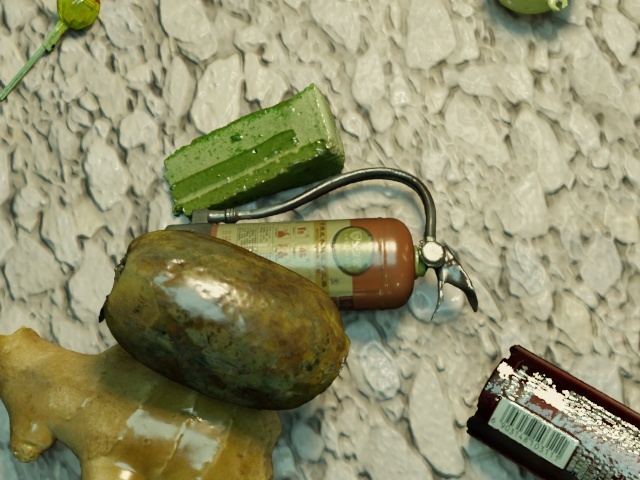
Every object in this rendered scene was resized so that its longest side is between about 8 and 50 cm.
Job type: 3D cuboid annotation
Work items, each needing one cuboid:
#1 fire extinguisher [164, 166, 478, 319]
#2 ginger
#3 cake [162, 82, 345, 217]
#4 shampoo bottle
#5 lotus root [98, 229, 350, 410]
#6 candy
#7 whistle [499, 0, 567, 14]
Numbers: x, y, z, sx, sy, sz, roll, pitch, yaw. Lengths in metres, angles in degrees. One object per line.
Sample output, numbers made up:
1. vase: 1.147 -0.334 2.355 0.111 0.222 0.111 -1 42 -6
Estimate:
1. fire extinguisher: 0.000 0.000 1.330 0.376 0.113 0.200 0 83 1
2. ginger: -0.235 0.234 1.284 0.375 0.166 0.236 5 85 19
3. cake: -0.089 -0.111 1.378 0.235 0.099 0.100 -17 73 -3
4. shampoo bottle: 0.332 0.249 1.242 0.323 0.084 0.129 28 81 21
5. lotus root: -0.102 0.092 1.207 0.275 0.152 0.160 21 113 -10
6. candy: -0.367 -0.263 1.458 0.194 0.062 0.058 -50 123 -3
7. whistle: 0.256 -0.420 1.438 0.141 0.141 0.294 -22 74 -5
